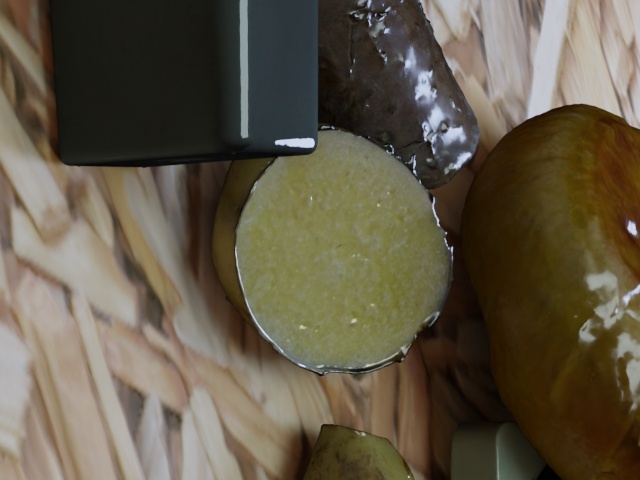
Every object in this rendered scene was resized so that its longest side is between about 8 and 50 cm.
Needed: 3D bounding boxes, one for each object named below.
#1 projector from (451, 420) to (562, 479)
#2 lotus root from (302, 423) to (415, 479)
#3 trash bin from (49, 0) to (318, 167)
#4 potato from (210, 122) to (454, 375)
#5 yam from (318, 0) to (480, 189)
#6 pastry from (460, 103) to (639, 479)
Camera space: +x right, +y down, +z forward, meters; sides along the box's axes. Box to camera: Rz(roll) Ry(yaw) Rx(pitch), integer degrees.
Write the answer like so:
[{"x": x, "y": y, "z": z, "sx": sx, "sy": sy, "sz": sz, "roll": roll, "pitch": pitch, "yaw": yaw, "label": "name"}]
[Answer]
[{"x": 0.188, "y": 0.280, "z": 1.389, "sx": 0.257, "sy": 0.079, "sz": 0.259, "roll": 12, "pitch": 76, "yaw": -51, "label": "projector"}, {"x": 0.036, "y": 0.255, "z": 1.192, "sx": 0.110, "sy": 0.097, "sz": 0.258, "roll": 7, "pitch": 72, "yaw": -58, "label": "lotus root"}, {"x": -0.084, "y": -0.165, "z": 1.032, "sx": 0.101, "sy": 0.176, "sz": 0.236, "roll": -1, "pitch": 89, "yaw": -53, "label": "trash bin"}, {"x": 0.000, "y": 0.000, "z": 1.184, "sx": 0.164, "sy": 0.081, "sz": 0.200, "roll": -50, "pitch": 128, "yaw": -9, "label": "potato"}, {"x": 0.005, "y": -0.156, "z": 1.190, "sx": 0.280, "sy": 0.131, "sz": 0.131, "roll": 59, "pitch": 44, "yaw": -32, "label": "yam"}, {"x": 0.242, "y": 0.059, "z": 1.370, "sx": 0.356, "sy": 0.164, "sz": 0.356, "roll": 30, "pitch": 44, "yaw": -35, "label": "pastry"}]
